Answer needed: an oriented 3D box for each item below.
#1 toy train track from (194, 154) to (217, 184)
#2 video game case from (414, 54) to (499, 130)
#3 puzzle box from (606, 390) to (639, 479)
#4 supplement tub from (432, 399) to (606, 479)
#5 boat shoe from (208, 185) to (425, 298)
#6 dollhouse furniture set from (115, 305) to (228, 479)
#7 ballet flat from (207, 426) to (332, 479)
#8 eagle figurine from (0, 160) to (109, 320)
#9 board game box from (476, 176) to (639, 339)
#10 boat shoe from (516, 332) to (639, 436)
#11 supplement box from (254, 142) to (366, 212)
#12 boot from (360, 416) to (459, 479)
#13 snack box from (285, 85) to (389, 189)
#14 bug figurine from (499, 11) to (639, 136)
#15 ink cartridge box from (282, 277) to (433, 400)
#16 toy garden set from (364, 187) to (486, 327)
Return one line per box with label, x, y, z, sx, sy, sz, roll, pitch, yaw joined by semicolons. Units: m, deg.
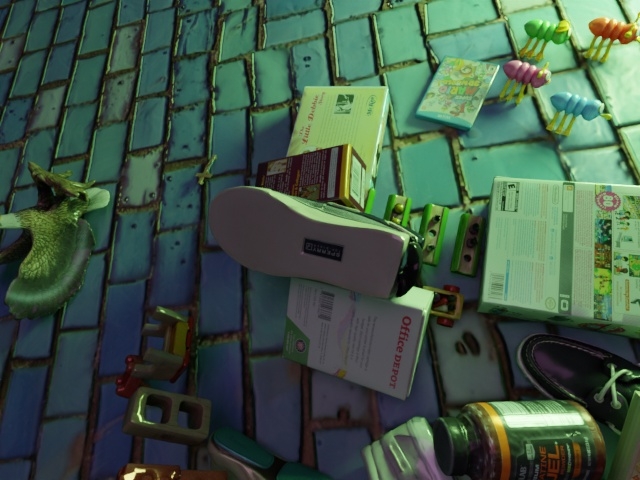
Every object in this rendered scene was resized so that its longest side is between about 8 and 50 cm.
toy train track;-0.258;-0.160;0.963;0.048;0.014;0.083;8;64;26
video game case;0.286;-0.313;0.881;0.119;0.015;0.166;22;75;22
puzzle box;0.537;0.360;0.445;0.408;0.052;0.272;13;96;20
supplement tub;0.256;0.271;0.561;0.197;0.106;0.106;-1;66;-5
boat shoe;0.000;0.000;0.658;0.340;0.158;0.127;19;100;22
dollhouse furniture set;-0.256;0.325;0.670;0.201;0.152;0.374;-47;33;29
ballet flat;-0.075;0.379;0.655;0.248;0.086;0.086;19;74;23
eagle figurine;-0.619;-0.011;0.926;0.226;0.225;0.298;-129;56;-65
board game box;0.418;0.025;0.657;0.303;0.097;0.224;7;71;19
boat shoe;0.428;0.216;0.573;0.302;0.091;0.114;25;76;23
supplement box;-0.021;-0.090;0.741;0.188;0.081;0.104;-6;66;28
boot;0.152;0.394;0.582;0.123;0.095;0.258;-31;55;7
snack box;0.027;-0.174;0.865;0.187;0.060;0.322;7;70;16
bug figurine;0.479;-0.346;0.812;0.216;0.072;0.279;25;76;23
ink cartridge box;0.058;0.136;0.672;0.212;0.093;0.154;14;107;22
toy garden set;0.151;0.022;0.722;0.244;0.049;0.204;15;76;5
